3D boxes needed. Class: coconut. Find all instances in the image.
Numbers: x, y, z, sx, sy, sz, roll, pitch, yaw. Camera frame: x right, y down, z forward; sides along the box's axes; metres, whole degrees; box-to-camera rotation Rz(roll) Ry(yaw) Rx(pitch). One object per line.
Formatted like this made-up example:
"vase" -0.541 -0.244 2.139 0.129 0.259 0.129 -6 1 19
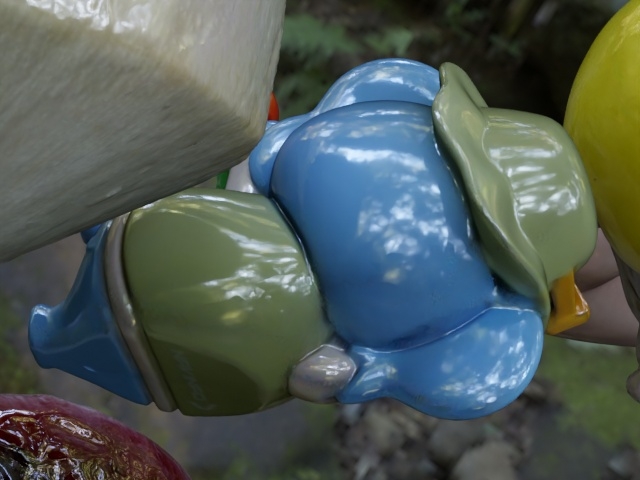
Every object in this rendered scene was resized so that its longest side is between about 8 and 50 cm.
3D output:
"coconut" -0.152 -0.114 0.733 0.329 0.329 0.329 25 25 -12

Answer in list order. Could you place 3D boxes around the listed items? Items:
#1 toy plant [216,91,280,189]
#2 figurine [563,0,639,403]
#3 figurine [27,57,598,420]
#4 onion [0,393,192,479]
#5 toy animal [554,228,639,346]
"toy plant" -0.009 -0.024 1.388 0.154 0.240 0.088 4 28 5
"figurine" 0.244 0.006 1.122 0.187 0.344 0.215 -18 43 -3
"figurine" -0.001 -0.001 0.905 0.262 0.154 0.180 -2 29 8
"onion" -0.164 0.259 1.081 0.347 0.348 0.285 15 -15 -31
"toy animal" 0.193 -0.002 1.425 0.250 0.154 0.166 24 10 -33
